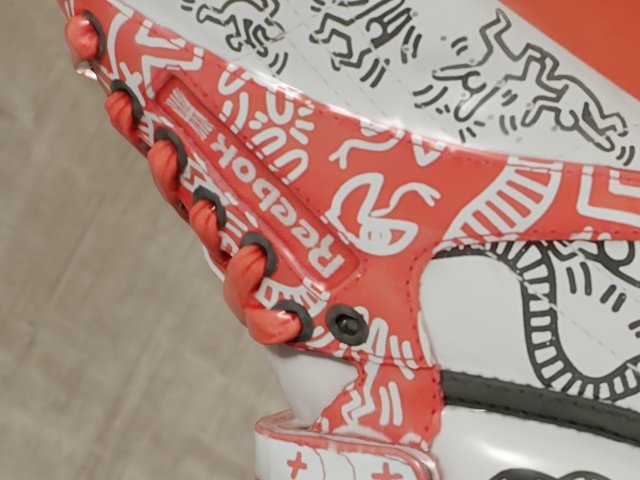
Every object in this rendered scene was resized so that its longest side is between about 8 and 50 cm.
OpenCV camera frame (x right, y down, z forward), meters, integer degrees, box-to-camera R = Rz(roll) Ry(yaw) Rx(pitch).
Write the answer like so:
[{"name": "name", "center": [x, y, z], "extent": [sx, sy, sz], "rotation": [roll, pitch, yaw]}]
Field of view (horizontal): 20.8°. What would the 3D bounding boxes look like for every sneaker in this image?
[{"name": "sneaker", "center": [0.001, 0.000, 0.348], "extent": [0.270, 0.145, 0.090], "rotation": [28, 2, 2]}]
